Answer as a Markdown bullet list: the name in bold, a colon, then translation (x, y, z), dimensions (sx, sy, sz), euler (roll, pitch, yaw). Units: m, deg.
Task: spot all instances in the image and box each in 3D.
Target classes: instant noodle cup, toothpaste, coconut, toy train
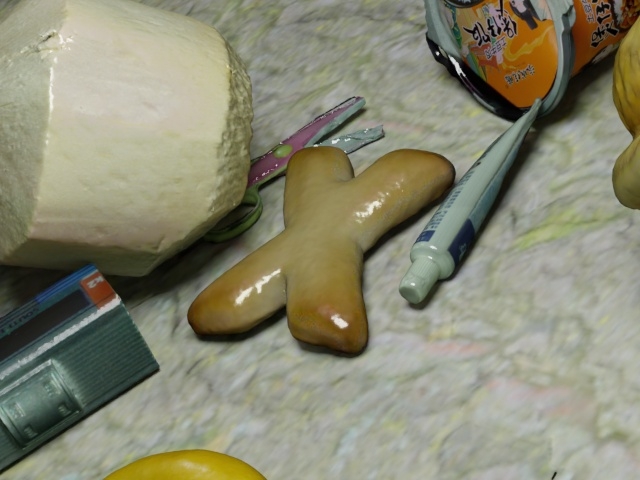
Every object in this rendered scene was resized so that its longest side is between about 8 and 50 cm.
- **instant noodle cup**: translation (0.189, -0.202, 1.345), dimensions (0.125, 0.177, 0.208), euler (-25, 20, -26)
- **toothpaste**: translation (0.117, -0.032, 1.258), dimensions (0.216, 0.037, 0.062), euler (-55, 8, -35)
- **coconut**: translation (-0.195, -0.089, 1.309), dimensions (0.244, 0.239, 0.239), euler (7, 25, -27)
- **toy train**: translation (-0.317, 0.166, 1.223), dimensions (0.409, 0.086, 0.089), euler (-33, 38, -12)

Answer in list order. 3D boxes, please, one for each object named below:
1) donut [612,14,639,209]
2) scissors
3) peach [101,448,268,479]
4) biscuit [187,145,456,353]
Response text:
- **donut**: translation (0.370, -0.151, 0.999), dimensions (0.449, 0.198, 0.449), euler (-34, -6, -4)
- **scissors**: translation (-0.036, -0.072, 1.420), dimensions (0.187, 0.020, 0.133), euler (-26, 41, -2)
- **peach**: translation (-0.100, 0.213, 1.019), dimensions (0.179, 0.103, 0.179), euler (-19, 34, 13)
- **biscuit**: translation (0.001, 0.000, 1.280), dimensions (0.164, 0.047, 0.208), euler (2, 45, 34)
